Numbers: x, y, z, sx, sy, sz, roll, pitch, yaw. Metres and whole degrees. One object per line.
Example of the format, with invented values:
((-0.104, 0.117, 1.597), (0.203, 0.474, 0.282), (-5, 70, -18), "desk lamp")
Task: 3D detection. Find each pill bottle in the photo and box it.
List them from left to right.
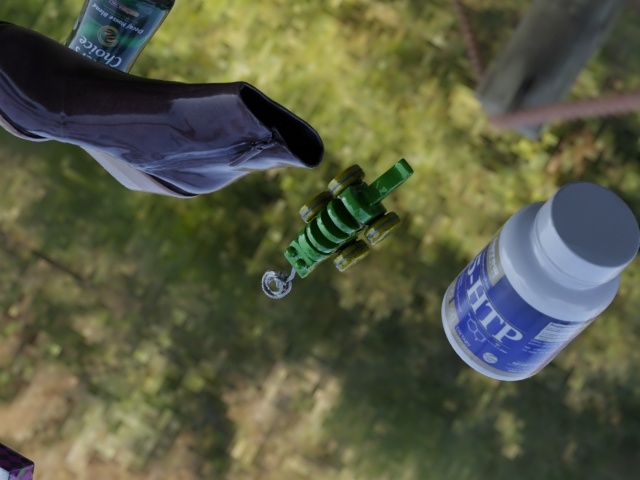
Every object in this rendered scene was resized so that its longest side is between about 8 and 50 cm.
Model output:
((0.189, 0.032, 1.683), (0.112, 0.112, 0.186), (30, 142, -5), "pill bottle")

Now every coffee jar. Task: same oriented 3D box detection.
((-0.246, -0.234, 2.296), (0.096, 0.184, 0.079), (25, -145, -12), "coffee jar")

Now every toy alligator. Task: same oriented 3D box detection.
((0.000, 0.000, 1.470), (0.056, 0.190, 0.051), (54, -140, 7), "toy alligator")

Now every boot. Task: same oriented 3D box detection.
((-0.140, -0.116, 1.588), (0.207, 0.090, 0.248), (-7, 149, 39), "boot")

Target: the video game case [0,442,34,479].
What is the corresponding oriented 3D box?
((-0.383, 0.266, 1.934), (0.232, 0.210, 0.042), (25, -156, 32), "video game case")
